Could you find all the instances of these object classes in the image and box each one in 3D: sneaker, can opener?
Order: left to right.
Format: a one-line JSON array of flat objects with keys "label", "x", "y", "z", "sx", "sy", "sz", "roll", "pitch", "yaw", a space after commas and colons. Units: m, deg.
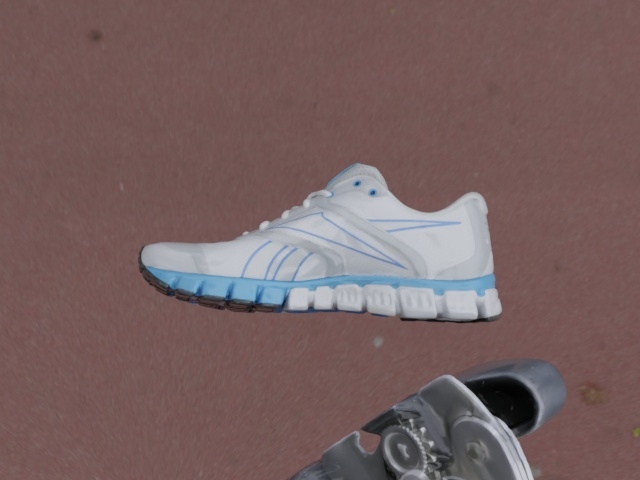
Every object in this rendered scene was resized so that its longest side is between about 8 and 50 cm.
[{"label": "sneaker", "x": 0.000, "y": 0.000, "z": 0.562, "sx": 0.190, "sy": 0.071, "sz": 0.083, "roll": 2, "pitch": 85, "yaw": 0}, {"label": "can opener", "x": 0.025, "y": 0.142, "z": 0.566, "sx": 0.095, "sy": 0.283, "sz": 0.076, "roll": -23, "pitch": 76, "yaw": -40}]
